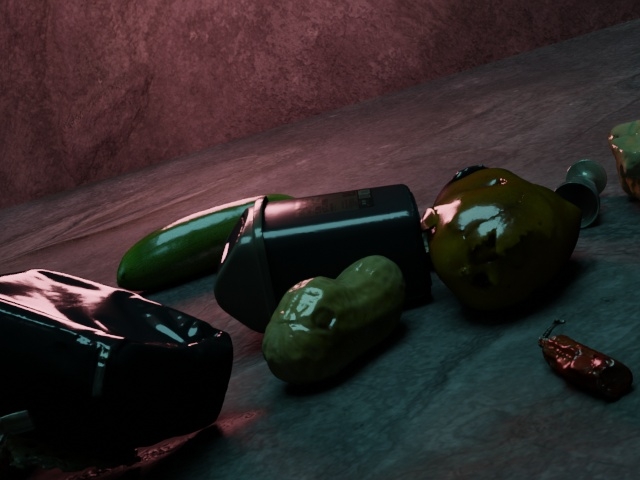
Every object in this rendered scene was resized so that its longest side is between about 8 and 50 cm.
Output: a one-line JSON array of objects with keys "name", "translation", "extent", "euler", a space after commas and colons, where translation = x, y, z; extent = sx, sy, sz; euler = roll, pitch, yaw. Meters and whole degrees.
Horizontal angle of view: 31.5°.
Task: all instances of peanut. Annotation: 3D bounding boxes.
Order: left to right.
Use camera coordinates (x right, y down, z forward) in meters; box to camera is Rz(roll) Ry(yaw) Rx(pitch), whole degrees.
[{"name": "peanut", "translation": [0.024, 0.091, 1.407], "extent": [0.236, 0.120, 0.110], "euler": [-36, -16, -38]}]

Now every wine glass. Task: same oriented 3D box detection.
[{"name": "wine glass", "translation": [0.392, -0.075, 1.703], "extent": [0.073, 0.073, 0.155], "euler": [-10, 16, 25]}]

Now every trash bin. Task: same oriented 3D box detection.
[{"name": "trash bin", "translation": [0.000, 0.023, 1.588], "extent": [0.291, 0.182, 0.209], "euler": [-10, 16, 3]}]

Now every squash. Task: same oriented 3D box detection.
[{"name": "squash", "translation": [-0.184, -0.007, 2.044], "extent": [0.395, 0.107, 0.107], "euler": [-19, 14, -11]}]

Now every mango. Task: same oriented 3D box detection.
[{"name": "mango", "translation": [0.235, -0.008, 1.470], "extent": [0.201, 0.152, 0.287], "euler": [-14, 14, 24]}]

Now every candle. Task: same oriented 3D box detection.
[{"name": "candle", "translation": [0.263, 0.118, 1.172], "extent": [0.053, 0.048, 0.162], "euler": [-7, 12, -16]}]

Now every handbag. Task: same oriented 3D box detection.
[{"name": "handbag", "translation": [-0.285, 0.150, 1.279], "extent": [0.302, 0.177, 0.275], "euler": [15, 10, 21]}]

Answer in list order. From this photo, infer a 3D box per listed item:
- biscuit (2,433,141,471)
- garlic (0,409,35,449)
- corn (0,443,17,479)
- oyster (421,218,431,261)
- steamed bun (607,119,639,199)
[{"name": "biscuit", "translation": [-0.309, 0.221, 1.350], "extent": [0.144, 0.016, 0.203], "euler": [-7, 25, -23]}, {"name": "garlic", "translation": [-0.368, 0.259, 1.181], "extent": [0.194, 0.127, 0.131], "euler": [-44, -10, -33]}, {"name": "corn", "translation": [-0.384, 0.237, 1.410], "extent": [0.080, 0.079, 0.237], "euler": [-13, 15, 15]}, {"name": "oyster", "translation": [0.192, -0.012, 1.723], "extent": [0.125, 0.064, 0.177], "euler": [-14, 16, -4]}, {"name": "steamed bun", "translation": [0.515, -0.120, 1.677], "extent": [0.178, 0.106, 0.192], "euler": [-13, 23, -2]}]
